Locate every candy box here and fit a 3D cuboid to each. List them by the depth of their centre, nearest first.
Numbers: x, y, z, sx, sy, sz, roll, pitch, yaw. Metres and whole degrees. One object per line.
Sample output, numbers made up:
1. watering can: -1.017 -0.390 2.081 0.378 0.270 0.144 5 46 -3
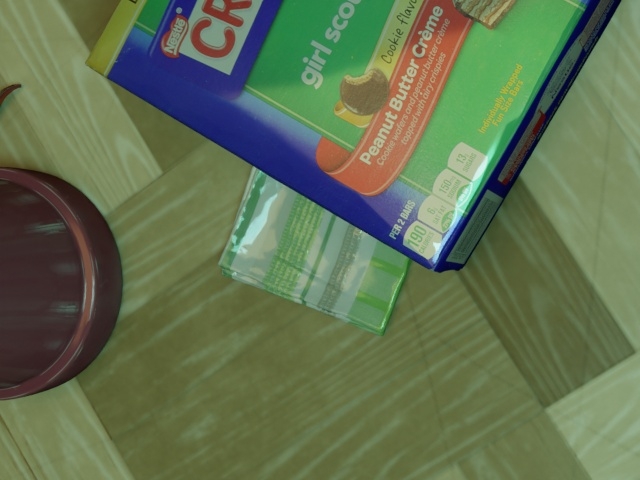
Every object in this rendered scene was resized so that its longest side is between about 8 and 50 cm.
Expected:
1. candy box: 0.028 -0.167 1.030 0.317 0.122 0.268 31 95 16

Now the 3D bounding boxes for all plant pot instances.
1. plant pot: -0.290 0.036 1.109 0.201 0.180 0.201 0 90 18

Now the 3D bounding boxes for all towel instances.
1. towel: 0.000 0.000 1.097 0.152 0.023 0.113 21 98 16

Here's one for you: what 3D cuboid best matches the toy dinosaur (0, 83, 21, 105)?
1. toy dinosaur: -0.304 -0.091 1.186 0.090 0.047 0.082 -3 108 7
